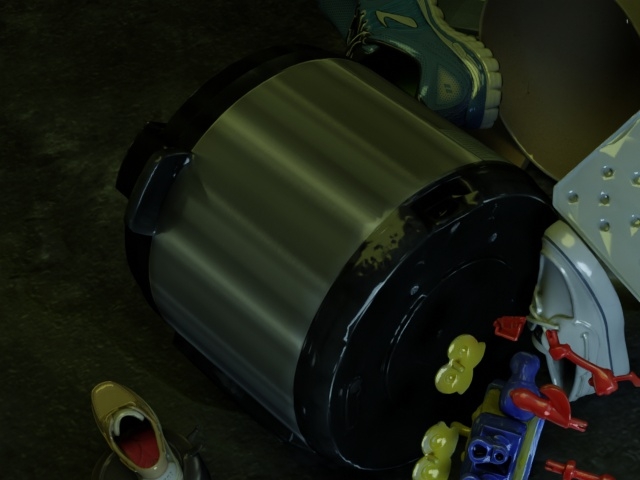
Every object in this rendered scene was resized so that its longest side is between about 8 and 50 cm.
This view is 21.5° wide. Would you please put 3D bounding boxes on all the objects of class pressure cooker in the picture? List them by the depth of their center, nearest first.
[{"bbox_3d":[0.004,-0.005,1.802,0.375,0.370,0.420,-39,54,-20],"label":"pressure cooker"}]

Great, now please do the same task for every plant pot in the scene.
[{"bbox_3d":[0.350,-0.218,1.950,0.191,0.284,0.284,-27,46,-30],"label":"plant pot"}]

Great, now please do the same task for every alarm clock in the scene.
[{"bbox_3d":[-0.206,0.277,1.842,0.192,0.064,0.129,-27,49,-1],"label":"alarm clock"}]

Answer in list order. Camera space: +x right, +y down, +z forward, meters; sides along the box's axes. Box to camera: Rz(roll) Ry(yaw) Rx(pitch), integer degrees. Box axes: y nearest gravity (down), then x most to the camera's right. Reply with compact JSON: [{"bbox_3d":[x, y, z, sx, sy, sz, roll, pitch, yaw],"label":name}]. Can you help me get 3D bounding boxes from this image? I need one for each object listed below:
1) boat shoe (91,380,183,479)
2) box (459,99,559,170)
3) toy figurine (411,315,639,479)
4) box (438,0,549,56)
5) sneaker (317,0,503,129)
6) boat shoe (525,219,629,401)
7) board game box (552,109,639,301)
[{"bbox_3d":[-0.203,0.203,1.818,0.063,0.059,0.170,-34,50,-11],"label":"boat shoe"},{"bbox_3d":[0.205,-0.152,2.087,0.164,0.021,0.201,16,58,28],"label":"box"},{"bbox_3d":[0.200,0.244,1.698,0.191,0.217,0.362,15,101,11],"label":"toy figurine"},{"bbox_3d":[0.222,-0.305,2.167,0.233,0.059,0.183,15,49,29],"label":"box"},{"bbox_3d":[0.079,-0.239,2.038,0.147,0.129,0.330,-12,38,-28],"label":"sneaker"},{"bbox_3d":[0.255,0.084,1.718,0.084,0.258,0.095,-34,46,-8],"label":"boat shoe"},{"bbox_3d":[0.491,-0.027,1.610,0.390,0.050,0.390,-42,77,5],"label":"board game box"}]
